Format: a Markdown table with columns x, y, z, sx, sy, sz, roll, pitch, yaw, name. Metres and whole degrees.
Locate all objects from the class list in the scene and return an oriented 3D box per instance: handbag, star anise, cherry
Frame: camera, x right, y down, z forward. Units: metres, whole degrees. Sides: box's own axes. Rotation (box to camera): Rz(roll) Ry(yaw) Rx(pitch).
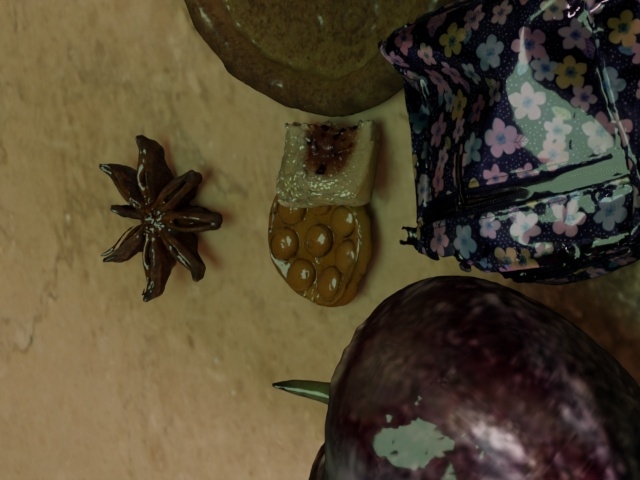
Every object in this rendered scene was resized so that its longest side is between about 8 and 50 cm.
| x | y | z | sx | sy | sz | roll | pitch | yaw | name |
| --- | --- | --- | --- | --- | --- | --- | --- | --- | --- |
| 0.153 | -0.074 | 1.311 | 0.229 | 0.127 | 0.207 | -15 | 85 | 43 | handbag |
| -0.132 | -0.018 | 1.631 | 0.141 | 0.042 | 0.141 | 10 | 105 | 40 | star anise |
| 0.107 | 0.148 | 1.345 | 0.296 | 0.218 | 0.255 | 30 | 149 | 14 | cherry |

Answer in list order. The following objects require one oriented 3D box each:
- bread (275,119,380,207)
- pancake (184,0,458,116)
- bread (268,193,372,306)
| x | y | z | sx | sy | sz | roll | pitch | yaw | name |
| --- | --- | --- | --- | --- | --- | --- | --- | --- | --- |
| 0.006 | -0.058 | 1.493 | 0.083 | 0.035 | 0.070 | 5 | 76 | 29 | bread |
| -0.011 | -0.235 | 1.476 | 0.286 | 0.033 | 0.288 | -6 | 97 | 42 | pancake |
| 0.000 | 0.000 | 1.536 | 0.110 | 0.024 | 0.110 | 12 | 108 | 39 | bread |
